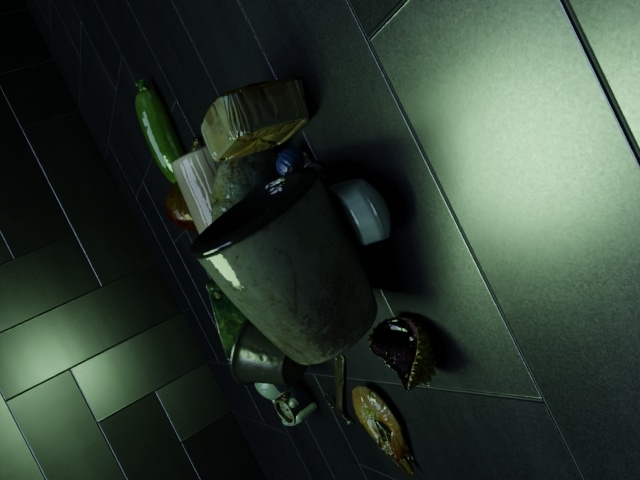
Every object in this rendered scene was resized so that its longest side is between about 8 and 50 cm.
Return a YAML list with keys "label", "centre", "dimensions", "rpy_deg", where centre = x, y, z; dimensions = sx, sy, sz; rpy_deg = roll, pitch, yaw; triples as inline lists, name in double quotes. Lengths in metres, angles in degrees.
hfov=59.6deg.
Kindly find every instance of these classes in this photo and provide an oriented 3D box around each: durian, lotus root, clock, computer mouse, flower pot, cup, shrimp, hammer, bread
- label: "durian"
  centre: [0.191, 0.229, 1.158]
  dimensions: [0.108, 0.119, 0.187]
  rpy_deg: [33, -175, -32]
- label: "lotus root"
  centre: [-0.170, -0.073, 1.314]
  dimensions: [0.175, 0.175, 0.349]
  rpy_deg: [-8, 78, 63]
- label: "clock"
  centre: [-0.133, 0.523, 1.960]
  dimensions: [0.243, 0.147, 0.199]
  rpy_deg: [53, 148, 10]
- label: "computer mouse"
  centre: [0.078, -0.058, 1.094]
  dimensions: [0.127, 0.079, 0.231]
  rpy_deg: [66, 171, -13]
- label: "flower pot"
  centre: [-0.133, 0.341, 1.710]
  dimensions: [0.166, 0.269, 0.268]
  rpy_deg: [19, 134, 31]
- label: "cup"
  centre: [-0.244, -0.126, 1.528]
  dimensions: [0.208, 0.288, 0.273]
  rpy_deg: [-19, 98, 28]
- label: "flower pot"
  centre: [-0.056, 0.063, 1.139]
  dimensions: [0.330, 0.294, 0.294]
  rpy_deg: [58, 157, -19]
- label: "shrimp"
  centre: [0.173, 0.494, 1.461]
  dimensions: [0.267, 0.061, 0.145]
  rpy_deg: [61, 145, 8]
- label: "hammer"
  centre: [0.057, 0.432, 1.651]
  dimensions: [0.125, 0.027, 0.297]
  rpy_deg: [37, 145, 35]
- label: "bread"
  centre: [-0.139, -0.255, 1.170]
  dimensions: [0.210, 0.192, 0.109]
  rpy_deg: [-21, 88, 67]

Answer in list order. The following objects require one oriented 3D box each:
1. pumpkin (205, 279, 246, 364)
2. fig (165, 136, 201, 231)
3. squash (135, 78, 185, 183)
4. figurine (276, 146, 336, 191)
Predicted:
- label: "pumpkin"
  centre: [-0.256, 0.245, 1.871]
  dimensions: [0.293, 0.197, 0.263]
  rpy_deg: [96, 154, -59]
- label: "fig"
  centre: [-0.388, -0.172, 1.823]
  dimensions: [0.191, 0.191, 0.290]
  rpy_deg: [11, 83, 59]
- label: "squash"
  centre: [-0.554, -0.362, 1.943]
  dimensions: [0.107, 0.107, 0.394]
  rpy_deg: [6, 119, 60]
- label: "figurine"
  centre: [-0.036, -0.144, 1.221]
  dimensions: [0.149, 0.087, 0.086]
  rpy_deg: [40, 109, 38]
